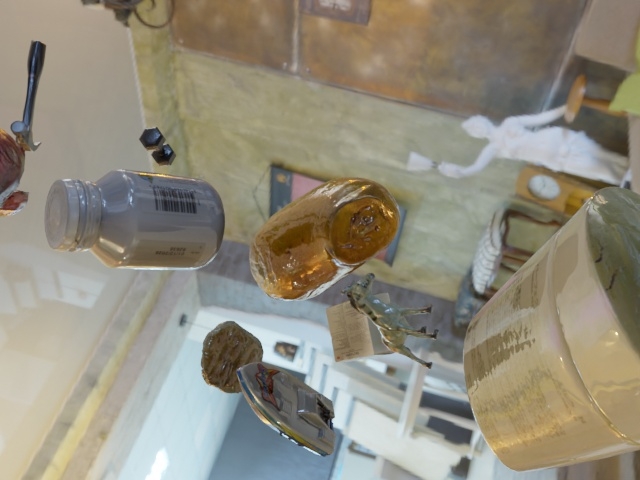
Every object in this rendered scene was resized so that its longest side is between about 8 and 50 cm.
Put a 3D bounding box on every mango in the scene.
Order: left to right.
[{"bbox_3d":[0.003,-0.003,0.995,0.359,0.144,0.187,-28,20,53],"label":"mango"}]

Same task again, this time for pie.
[{"bbox_3d":[-0.233,0.308,1.718,0.195,0.046,0.195,5,-97,-43],"label":"pie"}]

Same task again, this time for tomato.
[{"bbox_3d":[-0.862,-0.105,1.664,0.228,0.228,0.101,34,-113,-82],"label":"tomato"}]

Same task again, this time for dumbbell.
[{"bbox_3d":[-0.265,-0.152,1.081,0.083,0.036,0.040,74,-140,-71],"label":"dumbbell"}]

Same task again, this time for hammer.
[{"bbox_3d":[-0.671,-0.340,1.537,0.137,0.037,0.290,116,154,-65],"label":"hammer"}]

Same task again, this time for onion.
[{"bbox_3d":[-0.680,-0.122,1.235,0.190,0.246,0.246,58,-149,-24],"label":"onion"}]

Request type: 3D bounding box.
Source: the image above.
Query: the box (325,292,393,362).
[{"bbox_3d":[0.116,0.252,1.879,0.212,0.095,0.168,-27,69,57],"label":"box"}]

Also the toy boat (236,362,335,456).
[{"bbox_3d":[-0.068,0.328,1.335,0.295,0.088,0.129,43,-149,-36],"label":"toy boat"}]

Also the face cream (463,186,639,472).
[{"bbox_3d":[0.203,0.091,0.547,0.348,0.081,0.173,98,164,-66],"label":"face cream"}]

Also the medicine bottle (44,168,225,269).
[{"bbox_3d":[-0.252,-0.028,0.900,0.215,0.135,0.135,4,-75,-40],"label":"medicine bottle"}]

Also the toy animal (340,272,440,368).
[{"bbox_3d":[0.143,0.166,1.336,0.073,0.176,0.217,-59,-35,-34],"label":"toy animal"}]
